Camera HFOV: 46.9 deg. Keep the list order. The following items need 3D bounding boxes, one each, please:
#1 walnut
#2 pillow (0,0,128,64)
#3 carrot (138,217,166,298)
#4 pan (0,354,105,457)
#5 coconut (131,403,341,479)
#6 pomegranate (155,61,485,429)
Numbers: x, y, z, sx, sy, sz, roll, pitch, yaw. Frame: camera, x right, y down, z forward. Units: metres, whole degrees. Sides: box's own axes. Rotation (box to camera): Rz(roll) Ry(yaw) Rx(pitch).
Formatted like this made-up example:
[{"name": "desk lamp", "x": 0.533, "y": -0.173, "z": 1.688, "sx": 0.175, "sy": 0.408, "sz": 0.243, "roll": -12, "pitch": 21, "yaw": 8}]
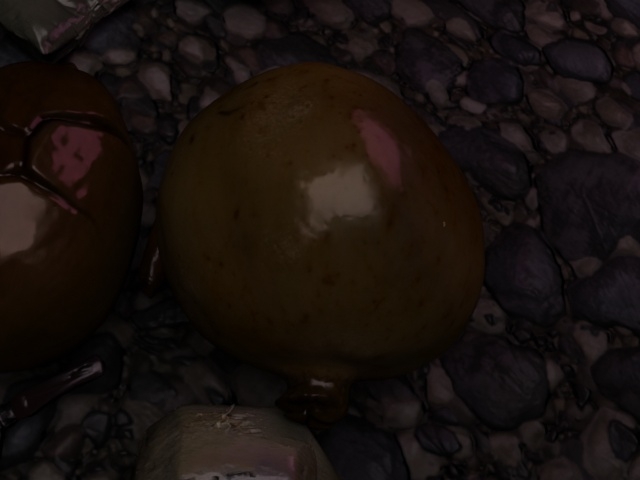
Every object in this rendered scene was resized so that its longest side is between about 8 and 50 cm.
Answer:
[{"name": "walnut", "x": -0.254, "y": -0.037, "z": 0.639, "sx": 0.203, "sy": 0.203, "sz": 0.298, "roll": 10, "pitch": 68, "yaw": -9}, {"name": "pillow", "x": -0.272, "y": -0.303, "z": 0.825, "sx": 0.148, "sy": 0.050, "sz": 0.230, "roll": 42, "pitch": 62, "yaw": 1}, {"name": "carrot", "x": -0.138, "y": -0.031, "z": 0.747, "sx": 0.047, "sy": 0.047, "sz": 0.191, "roll": 24, "pitch": 65, "yaw": -3}, {"name": "pan", "x": -0.285, "y": 0.154, "z": 0.635, "sx": 0.212, "sy": 0.040, "sz": 0.115, "roll": -26, "pitch": 75, "yaw": -14}, {"name": "coconut", "x": -0.062, "y": 0.212, "z": 0.597, "sx": 0.182, "sy": 0.171, "sz": 0.171, "roll": 4, "pitch": 67, "yaw": -9}, {"name": "pomegranate", "x": 0.000, "y": -0.013, "z": 0.646, "sx": 0.307, "sy": 0.307, "sz": 0.307, "roll": 5, "pitch": 67, "yaw": -12}]
